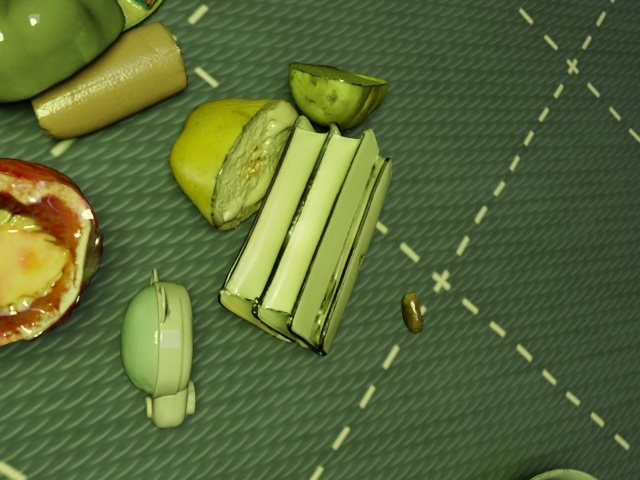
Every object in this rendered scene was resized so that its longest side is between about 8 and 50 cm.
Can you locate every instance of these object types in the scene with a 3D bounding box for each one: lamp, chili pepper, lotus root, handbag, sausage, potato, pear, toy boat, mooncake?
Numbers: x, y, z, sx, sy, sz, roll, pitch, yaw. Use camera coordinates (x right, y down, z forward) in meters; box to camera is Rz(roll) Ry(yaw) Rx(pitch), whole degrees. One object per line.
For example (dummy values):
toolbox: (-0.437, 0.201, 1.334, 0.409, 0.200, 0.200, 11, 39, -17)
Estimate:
lamp: (-0.256, 0.176, 0.863, 0.108, 0.179, 0.246, -3, 104, -18)
chili pepper: (-0.441, 0.008, 0.768, 0.229, 0.305, 0.251, 22, 87, -25)
lotus root: (0.183, 0.147, 1.108, 0.030, 0.037, 0.083, -12, 87, -19)
handbag: (0.000, 0.000, 0.959, 0.160, 0.237, 0.359, 16, 74, 22)
sausage: (-0.355, -0.258, 0.910, 0.253, 0.123, 0.123, -32, 95, -23)
potato: (0.029, -0.260, 1.027, 0.160, 0.271, 0.111, 18, 112, 14)
pear: (-0.163, -0.162, 0.949, 0.178, 0.267, 0.267, 33, 70, 13)
toy boat: (-0.322, -0.430, 0.978, 0.065, 0.066, 0.172, 36, 72, -16)
mooncake: (-0.436, -0.317, 0.810, 0.275, 0.275, 0.135, -42, 140, -21)

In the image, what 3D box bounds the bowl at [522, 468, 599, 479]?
bowl: (0.417, 0.602, 1.069, 0.345, 0.157, 0.346, 3, 82, -20)
